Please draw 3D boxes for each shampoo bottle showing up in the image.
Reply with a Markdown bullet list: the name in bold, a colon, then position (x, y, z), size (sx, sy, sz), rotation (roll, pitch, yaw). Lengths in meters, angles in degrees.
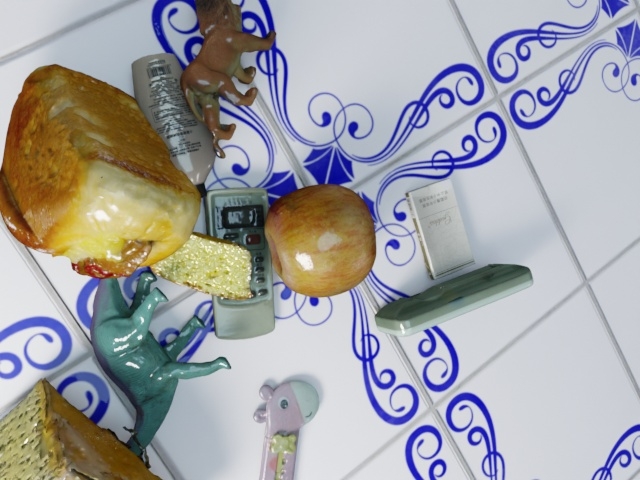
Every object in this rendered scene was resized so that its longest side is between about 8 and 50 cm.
- **shampoo bottle**: position (-0.257, -0.194, 1.055), size (0.127, 0.078, 0.257), rotation (-18, 93, -24)

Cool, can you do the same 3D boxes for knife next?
- **knife**: position (-0.083, 0.470, 1.146), size (0.132, 0.038, 0.399), rotation (9, 88, -18)

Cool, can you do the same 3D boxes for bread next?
- **bread**: position (-0.389, 0.409, 0.969), size (0.248, 0.279, 0.315), rotation (-44, 136, -5)
- **bread**: position (-0.201, 0.041, 1.054), size (0.187, 0.065, 0.103), rotation (14, 90, -7)

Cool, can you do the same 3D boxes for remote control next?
- **remote control**: position (0.276, 0.115, 1.233), size (0.335, 0.128, 0.066), rotation (-18, 97, -20)
- **remote control**: position (-0.149, 0.043, 1.119), size (0.123, 0.038, 0.285), rotation (-3, 91, -21)

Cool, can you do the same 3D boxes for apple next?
- **apple**: position (0.000, 0.000, 1.088), size (0.187, 0.211, 0.211), rotation (-13, 95, -13)

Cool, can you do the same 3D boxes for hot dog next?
- **hot dog**: position (-0.350, -0.086, 0.895), size (0.185, 0.405, 0.223), rotation (20, 112, -46)

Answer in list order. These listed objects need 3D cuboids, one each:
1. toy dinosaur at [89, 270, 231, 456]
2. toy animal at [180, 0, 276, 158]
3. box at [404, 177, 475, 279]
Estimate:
- **toy dinosaur**: position (-0.360, 0.225, 1.018), size (0.331, 0.129, 0.383), rotation (-42, 103, -7)
- **toy animal**: position (-0.181, -0.318, 1.056), size (0.157, 0.097, 0.312), rotation (26, 60, -23)
- **box**: position (0.256, -0.025, 1.278), size (0.109, 0.029, 0.198), rotation (-19, 96, -20)
